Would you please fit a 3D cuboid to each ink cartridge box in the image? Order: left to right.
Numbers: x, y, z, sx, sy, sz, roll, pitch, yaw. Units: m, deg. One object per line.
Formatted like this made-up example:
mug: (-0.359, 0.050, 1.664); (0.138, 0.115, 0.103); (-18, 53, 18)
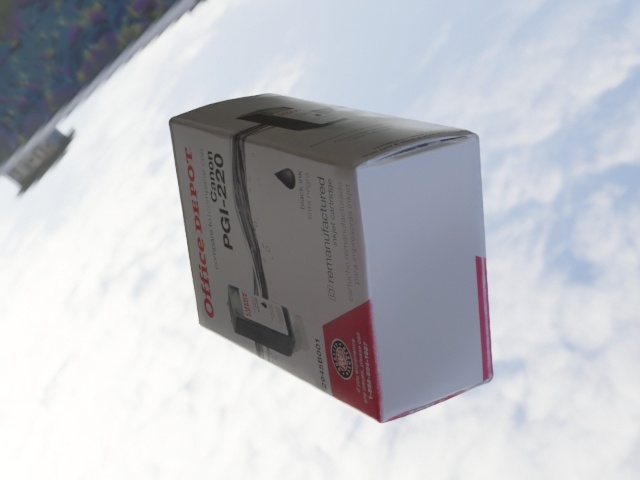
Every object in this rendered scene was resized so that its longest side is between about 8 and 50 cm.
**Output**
ink cartridge box: (0.000, 0.000, 0.723); (0.092, 0.158, 0.218); (-17, -159, -29)
